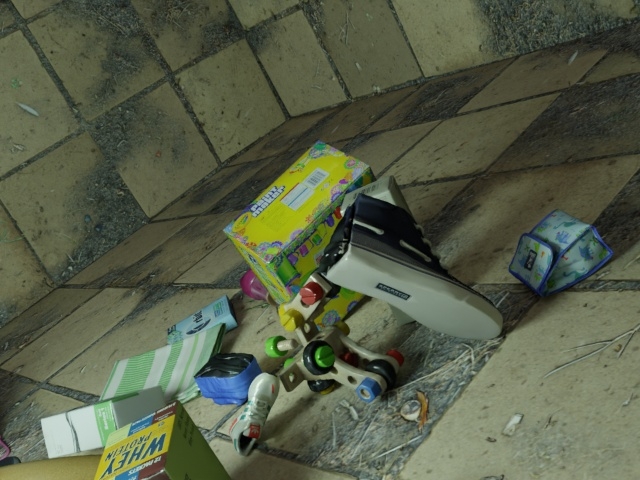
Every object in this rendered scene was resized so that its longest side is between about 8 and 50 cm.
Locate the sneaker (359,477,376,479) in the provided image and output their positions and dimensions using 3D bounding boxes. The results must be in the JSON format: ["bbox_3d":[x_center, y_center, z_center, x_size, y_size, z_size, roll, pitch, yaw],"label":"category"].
[{"bbox_3d":[0.071,0.401,0.980,0.151,0.094,0.256,-22,29,39],"label":"sneaker"}]

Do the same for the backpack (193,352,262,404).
[{"bbox_3d":[-0.176,0.282,1.658,0.120,0.101,0.098,-11,27,34],"label":"backpack"}]

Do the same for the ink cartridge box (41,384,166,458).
[{"bbox_3d":[-0.460,0.387,1.730,0.219,0.093,0.160,-18,-6,29],"label":"ink cartridge box"}]

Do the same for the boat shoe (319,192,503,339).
[{"bbox_3d":[0.173,0.040,1.394,0.127,0.340,0.158,-44,24,53],"label":"boat shoe"}]

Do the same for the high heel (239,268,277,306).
[{"bbox_3d":[-0.051,0.014,2.130,0.377,0.127,0.181,-39,31,-18],"label":"high heel"}]

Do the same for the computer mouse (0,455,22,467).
[{"bbox_3d":[-0.704,0.584,1.708,0.188,0.072,0.272,-20,31,30],"label":"computer mouse"}]

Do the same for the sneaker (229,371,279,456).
[{"bbox_3d":[-0.114,0.318,1.466,0.161,0.057,0.075,-61,23,16],"label":"sneaker"}]

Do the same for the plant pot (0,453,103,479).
[{"bbox_3d":[-0.432,0.467,1.394,0.254,0.237,0.237,-19,16,-12],"label":"plant pot"}]

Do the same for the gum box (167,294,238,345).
[{"bbox_3d":[-0.309,0.225,2.105,0.184,0.041,0.157,-31,19,-1],"label":"gum box"}]

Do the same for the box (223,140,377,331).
[{"bbox_3d":[0.000,0.000,1.737,0.290,0.279,0.177,-44,44,-14],"label":"box"}]

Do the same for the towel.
[{"bbox_3d":[-0.385,0.322,1.913,0.324,0.038,0.248,-22,28,20],"label":"towel"}]

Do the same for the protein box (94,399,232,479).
[{"bbox_3d":[-0.239,0.402,1.267,0.136,0.201,0.200,-27,18,5],"label":"protein box"}]

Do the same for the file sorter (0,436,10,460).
[{"bbox_3d":[-0.944,0.468,2.013,0.202,0.291,0.182,-39,23,-28],"label":"file sorter"}]

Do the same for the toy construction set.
[{"bbox_3d":[0.010,0.146,1.494,0.237,0.257,0.309,-21,38,48],"label":"toy construction set"}]

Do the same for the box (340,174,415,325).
[{"bbox_3d":[0.149,0.021,1.590,0.113,0.275,0.094,-21,19,17],"label":"box"}]

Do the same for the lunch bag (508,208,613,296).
[{"bbox_3d":[0.424,0.027,1.472,0.151,0.096,0.129,-43,21,2],"label":"lunch bag"}]
